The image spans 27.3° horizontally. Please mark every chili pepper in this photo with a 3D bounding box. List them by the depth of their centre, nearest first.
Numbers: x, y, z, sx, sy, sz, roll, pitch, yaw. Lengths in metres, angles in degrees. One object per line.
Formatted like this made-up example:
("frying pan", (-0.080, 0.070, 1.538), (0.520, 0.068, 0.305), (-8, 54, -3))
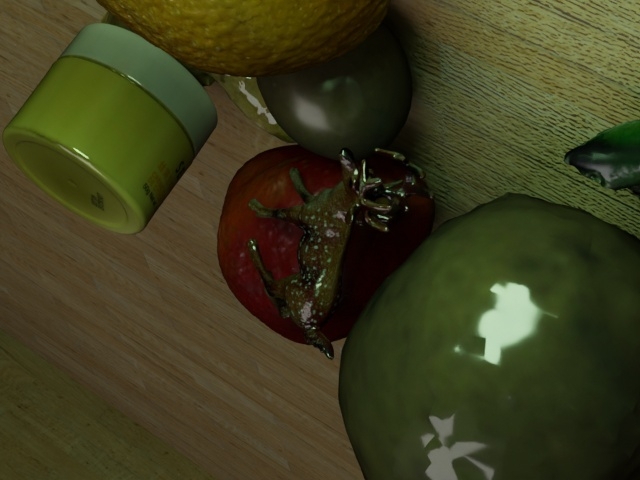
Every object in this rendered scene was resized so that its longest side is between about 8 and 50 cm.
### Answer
("chili pepper", (0.371, -0.026, 1.283), (0.148, 0.116, 0.264), (-9, 128, 47))

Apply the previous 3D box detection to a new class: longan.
("longan", (0.216, 0.163, 1.439), (0.404, 0.404, 0.436), (40, 172, 2))
("longan", (0.019, -0.175, 1.467), (0.189, 0.189, 0.189), (33, 156, 17))

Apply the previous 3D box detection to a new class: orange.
("orange", (-0.079, -0.309, 1.189), (0.322, 0.322, 0.357), (14, 152, 47))

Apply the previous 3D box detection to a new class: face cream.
("face cream", (-0.271, -0.140, 1.699), (0.218, 0.179, 0.218), (28, 158, 12))

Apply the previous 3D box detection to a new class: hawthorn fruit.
("hawthorn fruit", (0.021, -0.007, 1.663), (0.265, 0.265, 0.307), (46, 143, -14))

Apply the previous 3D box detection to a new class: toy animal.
("toy animal", (0.016, -0.003, 1.444), (0.260, 0.087, 0.243), (26, 119, 51))

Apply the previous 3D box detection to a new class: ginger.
("ginger", (-0.202, -0.285, 1.699), (0.363, 0.122, 0.348), (25, 151, 45))
